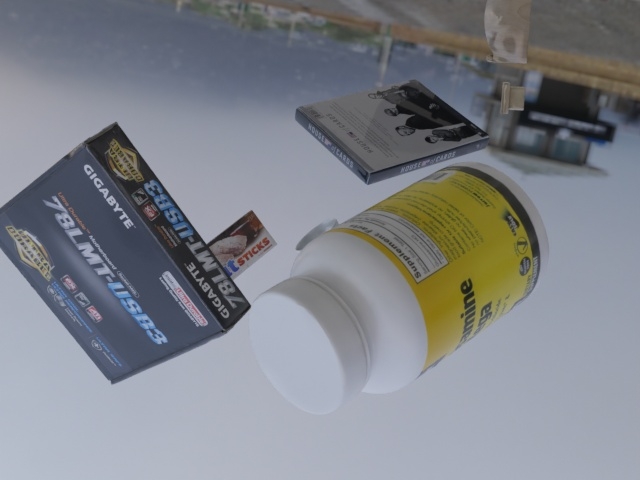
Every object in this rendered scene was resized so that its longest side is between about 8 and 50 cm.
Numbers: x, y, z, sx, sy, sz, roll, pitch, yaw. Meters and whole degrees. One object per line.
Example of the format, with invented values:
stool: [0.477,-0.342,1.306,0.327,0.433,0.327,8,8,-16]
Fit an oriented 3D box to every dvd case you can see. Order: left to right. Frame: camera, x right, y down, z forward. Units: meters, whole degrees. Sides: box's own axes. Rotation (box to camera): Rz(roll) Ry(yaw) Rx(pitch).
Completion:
dvd case: [0.107,-0.167,1.554,0.238,0.029,0.179,-19,-132,-33]

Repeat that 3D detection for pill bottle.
pill bottle: [0.088,0.052,1.161,0.188,0.188,0.334,22,-141,40]

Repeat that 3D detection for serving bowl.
serving bowl: [0.000,0.000,1.688,0.027,0.083,0.083,52,-176,-14]

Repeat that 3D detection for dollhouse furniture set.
dollhouse furniture set: [0.255,-0.397,1.709,0.174,0.355,0.303,4,-170,9]

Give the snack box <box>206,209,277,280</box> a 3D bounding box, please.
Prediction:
snack box: [-0.145,0.032,1.476,0.178,0.064,0.022,-40,-172,-28]

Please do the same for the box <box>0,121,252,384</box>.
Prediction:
box: [-0.275,0.030,1.377,0.293,0.295,0.073,-25,-165,46]
